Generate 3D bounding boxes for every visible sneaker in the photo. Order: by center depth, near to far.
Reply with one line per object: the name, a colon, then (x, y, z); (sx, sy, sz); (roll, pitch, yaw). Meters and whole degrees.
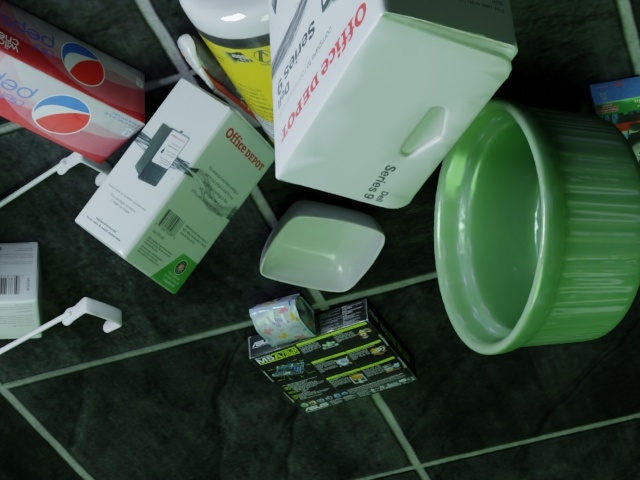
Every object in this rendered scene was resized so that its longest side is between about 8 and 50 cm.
sneaker: (-0.101, -0.196, 1.784); (0.065, 0.061, 0.158); (-43, 135, 3)

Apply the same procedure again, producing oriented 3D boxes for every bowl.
bowl: (0.000, 0.000, 2.034); (0.142, 0.053, 0.142); (12, 140, -21)

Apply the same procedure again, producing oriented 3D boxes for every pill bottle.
pill bottle: (-0.002, -0.199, 1.670); (0.188, 0.188, 0.334); (-18, 141, 15)

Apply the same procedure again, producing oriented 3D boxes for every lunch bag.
lunch bag: (-0.052, 0.105, 2.164); (0.071, 0.053, 0.083); (-16, 151, 16)

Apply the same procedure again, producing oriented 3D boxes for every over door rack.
over door rack: (-0.403, 0.034, 1.881); (0.324, 0.239, 0.108); (-21, 145, 19)

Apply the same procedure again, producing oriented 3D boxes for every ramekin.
ramekin: (0.261, -0.016, 1.855); (0.148, 0.303, 0.303); (1, 142, -19)

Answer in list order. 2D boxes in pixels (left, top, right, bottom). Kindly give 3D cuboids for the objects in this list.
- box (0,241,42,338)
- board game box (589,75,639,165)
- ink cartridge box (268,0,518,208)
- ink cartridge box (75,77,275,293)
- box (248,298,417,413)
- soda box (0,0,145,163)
box: (-0.413, 0.066, 2.028); (0.101, 0.102, 0.087); (-2, 140, -6)
board game box: (0.421, -0.125, 1.937); (0.160, 0.039, 0.211); (-10, 142, 6)
ink cartridge box: (0.049, -0.205, 1.291); (0.121, 0.289, 0.211); (13, 139, -20)
ink cartridge box: (-0.162, -0.061, 1.796); (0.208, 0.087, 0.153); (-53, 154, -5)
box: (0.020, 0.172, 2.265); (0.190, 0.045, 0.184); (-19, 138, 19)
soda box: (-0.323, -0.187, 1.731); (0.263, 0.083, 0.092); (26, 133, -34)
